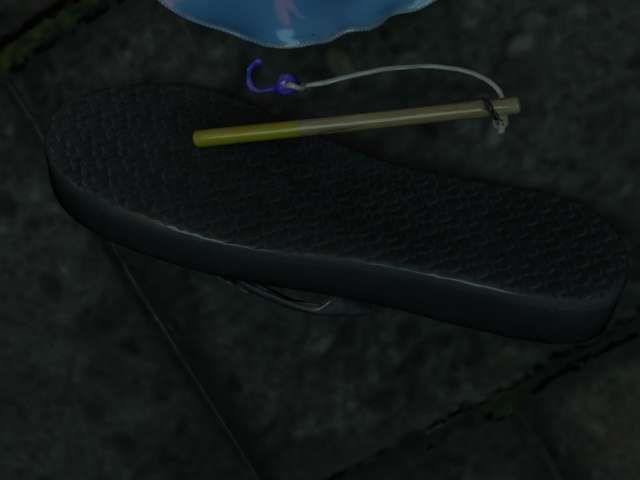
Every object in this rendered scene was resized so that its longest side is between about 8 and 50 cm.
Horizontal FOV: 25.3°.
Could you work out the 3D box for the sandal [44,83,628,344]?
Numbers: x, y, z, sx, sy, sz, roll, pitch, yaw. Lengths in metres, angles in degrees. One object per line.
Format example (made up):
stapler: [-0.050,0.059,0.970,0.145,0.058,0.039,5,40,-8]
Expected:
sandal: [0.000,0.001,0.608,0.254,0.097,0.054,17,131,2]

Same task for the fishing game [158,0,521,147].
fishing game: [-0.008,-0.171,0.572,0.189,0.041,0.264,-1,92,7]
